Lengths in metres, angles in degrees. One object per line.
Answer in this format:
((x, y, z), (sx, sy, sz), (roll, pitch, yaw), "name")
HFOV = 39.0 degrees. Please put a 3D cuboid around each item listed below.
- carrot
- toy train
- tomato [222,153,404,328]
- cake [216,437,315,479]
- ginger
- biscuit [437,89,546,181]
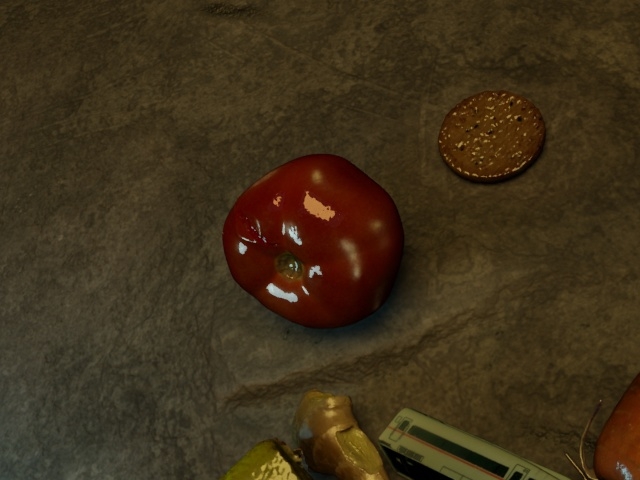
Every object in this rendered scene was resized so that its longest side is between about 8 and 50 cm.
((0.460, 0.278, 1.175), (0.214, 0.193, 0.331), (32, 81, -5), "carrot")
((0.257, 0.334, 1.208), (0.407, 0.086, 0.088), (17, 54, 45), "toy train")
((0.000, 0.000, 1.454), (0.298, 0.299, 0.226), (8, 32, 22), "tomato")
((-0.027, 0.410, 1.275), (0.156, 0.179, 0.260), (-42, 66, -3), "cake")
((0.046, 0.345, 1.341), (0.131, 0.086, 0.294), (-49, 59, 24), "ginger")
((0.300, -0.182, 1.582), (0.187, 0.027, 0.188), (-9, 59, 15), "biscuit")
